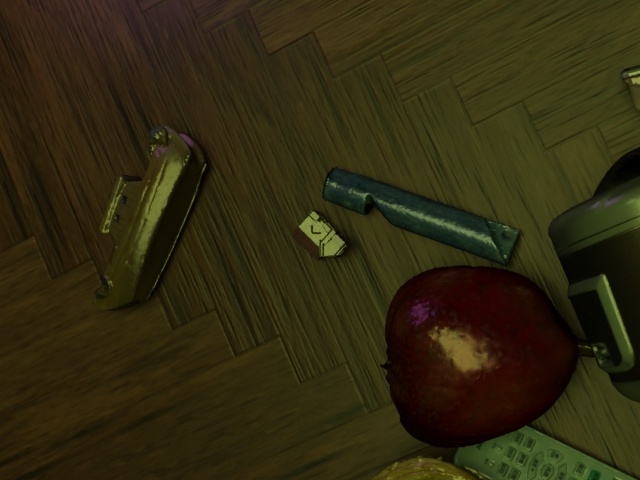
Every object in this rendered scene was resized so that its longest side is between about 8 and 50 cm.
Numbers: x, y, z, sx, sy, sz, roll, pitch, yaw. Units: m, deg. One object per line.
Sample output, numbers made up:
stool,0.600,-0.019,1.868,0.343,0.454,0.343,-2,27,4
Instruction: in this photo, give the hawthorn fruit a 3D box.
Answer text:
hawthorn fruit,0.241,0.159,1.816,0.307,0.265,0.265,-4,88,9

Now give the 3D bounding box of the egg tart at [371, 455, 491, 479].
egg tart,0.186,0.437,1.869,0.294,0.123,0.294,9,112,22

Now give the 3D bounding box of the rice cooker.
rice cooker,0.484,0.026,1.693,0.335,0.335,0.325,-23,86,16

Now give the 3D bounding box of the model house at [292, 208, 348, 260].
model house,0.000,0.000,1.987,0.083,0.057,0.058,45,97,11

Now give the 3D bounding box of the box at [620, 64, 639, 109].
box,0.496,-0.229,1.823,0.122,0.089,0.062,-15,96,17

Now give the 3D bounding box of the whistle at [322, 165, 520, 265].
whistle,0.151,-0.039,1.938,0.304,0.062,0.062,21,95,16

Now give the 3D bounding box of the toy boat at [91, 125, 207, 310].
toy boat,-0.293,-0.033,2.061,0.121,0.089,0.321,27,99,22

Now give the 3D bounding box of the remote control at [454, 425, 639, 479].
remote control,0.346,0.352,1.875,0.293,0.051,0.103,25,72,15
